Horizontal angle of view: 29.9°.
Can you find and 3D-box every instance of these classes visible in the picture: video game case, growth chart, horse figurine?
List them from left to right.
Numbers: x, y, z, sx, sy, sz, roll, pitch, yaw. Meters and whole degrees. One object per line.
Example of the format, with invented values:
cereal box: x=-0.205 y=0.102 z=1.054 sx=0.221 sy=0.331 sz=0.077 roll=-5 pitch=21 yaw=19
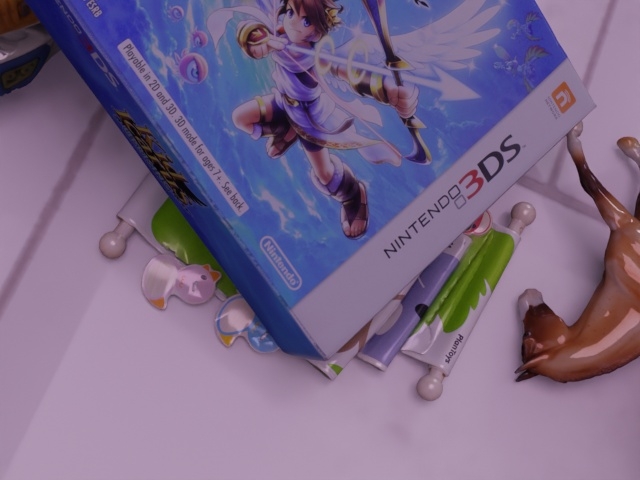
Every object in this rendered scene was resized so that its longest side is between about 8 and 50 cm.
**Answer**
growth chart: x=0.000 y=0.000 z=0.741 sx=0.237 sy=0.021 sz=0.172 roll=26 pitch=68 yaw=-2
video game case: x=0.004 y=-0.112 z=0.680 sx=0.244 sy=0.061 sz=0.269 roll=-42 pitch=109 yaw=-21
horse figurine: x=0.253 y=0.010 z=0.772 sx=0.263 sy=0.066 sz=0.175 roll=5 pitch=64 yaw=-9

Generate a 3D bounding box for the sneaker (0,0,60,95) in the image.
sneaker: x=-0.149 y=-0.181 z=0.724 sx=0.296 sy=0.112 sz=0.131 roll=-20 pitch=60 yaw=-27
